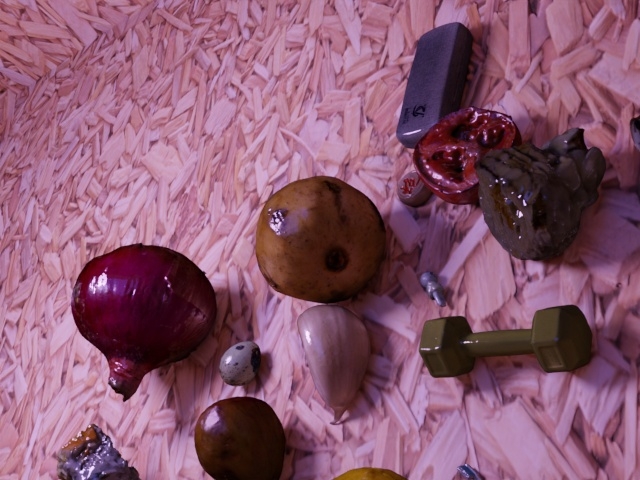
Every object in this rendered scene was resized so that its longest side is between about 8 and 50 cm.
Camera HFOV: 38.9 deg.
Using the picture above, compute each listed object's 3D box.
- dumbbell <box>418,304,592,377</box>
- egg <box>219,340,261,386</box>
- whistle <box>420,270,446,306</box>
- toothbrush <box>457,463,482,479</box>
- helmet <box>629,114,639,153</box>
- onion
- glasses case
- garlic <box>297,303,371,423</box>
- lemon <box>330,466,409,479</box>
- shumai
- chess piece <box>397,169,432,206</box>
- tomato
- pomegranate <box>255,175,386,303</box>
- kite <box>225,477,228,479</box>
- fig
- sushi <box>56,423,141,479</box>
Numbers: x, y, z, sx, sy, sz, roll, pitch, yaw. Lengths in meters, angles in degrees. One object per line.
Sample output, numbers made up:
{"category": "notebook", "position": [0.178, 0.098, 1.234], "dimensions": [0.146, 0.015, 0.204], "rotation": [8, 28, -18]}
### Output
{"category": "dumbbell", "position": [0.314, 0.178, 1.572], "dimensions": [0.302, 0.121, 0.108], "rotation": [-9, 25, 41]}
{"category": "egg", "position": [-0.176, 0.273, 2.017], "dimensions": [0.110, 0.085, 0.085], "rotation": [-45, 35, -19]}
{"category": "whistle", "position": [0.224, 0.095, 1.792], "dimensions": [0.035, 0.035, 0.100], "rotation": [-40, 41, 15]}
{"category": "toothbrush", "position": [0.301, 0.440, 1.443], "dimensions": [0.263, 0.026, 0.022], "rotation": [42, 124, 51]}
{"category": "helmet", "position": [0.632, -0.174, 1.517], "dimensions": [0.198, 0.130, 0.224], "rotation": [-17, 35, 31]}
{"category": "onion", "position": [-0.428, 0.200, 2.129], "dimensions": [0.348, 0.348, 0.385], "rotation": [-20, 45, 34]}
{"category": "glasses case", "position": [0.265, -0.359, 2.087], "dimensions": [0.131, 0.074, 0.323], "rotation": [-11, 53, 42]}
{"category": "garlic", "position": [0.023, 0.229, 1.835], "dimensions": [0.245, 0.145, 0.164], "rotation": [-105, 30, -45]}
{"category": "lemon", "position": [0.084, 0.496, 1.438], "dimensions": [0.260, 0.260, 0.284], "rotation": [-29, 44, 27]}
{"category": "shumai", "position": [0.417, -0.089, 1.663], "dimensions": [0.218, 0.189, 0.256], "rotation": [-29, 37, -7]}
{"category": "chess piece", "position": [0.207, -0.114, 1.977], "dimensions": [0.083, 0.038, 0.084], "rotation": [-28, 44, 30]}
{"category": "tomato", "position": [0.311, -0.163, 1.866], "dimensions": [0.228, 0.101, 0.228], "rotation": [-19, 49, 24]}
{"category": "pomegranate", "position": [0.000, 0.000, 1.917], "dimensions": [0.281, 0.281, 0.281], "rotation": [-27, 44, 29]}
{"category": "kite", "position": [-0.130, 0.564, 1.742], "dimensions": [0.008, 0.222, 0.125], "rotation": [-29, -17, -36]}
{"category": "fig", "position": [-0.155, 0.457, 1.789], "dimensions": [0.190, 0.190, 0.290], "rotation": [-22, 63, 32]}
{"category": "sushi", "position": [-0.478, 0.546, 2.011], "dimensions": [0.139, 0.274, 0.184], "rotation": [-36, 35, -25]}
